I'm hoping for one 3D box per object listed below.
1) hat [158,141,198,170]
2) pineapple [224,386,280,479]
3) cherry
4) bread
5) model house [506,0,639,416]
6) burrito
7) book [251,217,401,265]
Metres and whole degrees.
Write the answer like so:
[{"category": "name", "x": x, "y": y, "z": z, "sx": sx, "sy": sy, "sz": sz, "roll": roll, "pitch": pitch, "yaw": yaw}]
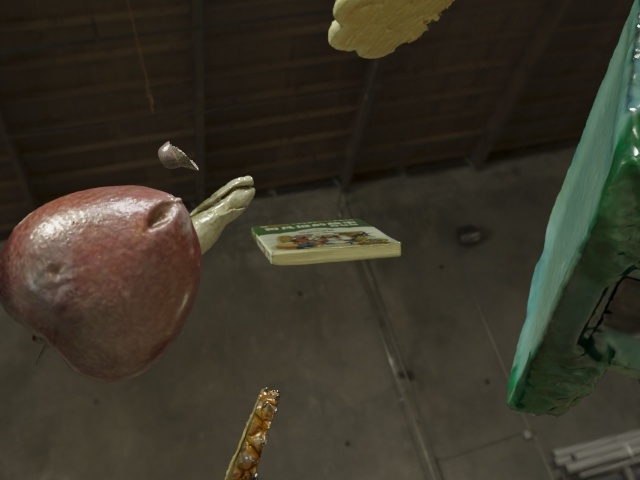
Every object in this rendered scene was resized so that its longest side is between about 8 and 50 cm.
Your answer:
[{"category": "hat", "x": -0.273, "y": -0.149, "z": 1.521, "sx": 0.042, "sy": 0.087, "sz": 0.058, "roll": -51, "pitch": -14, "yaw": -4}, {"category": "pineapple", "x": -0.110, "y": 0.325, "z": 1.252, "sx": 0.047, "sy": 0.221, "sz": 0.221, "roll": 18, "pitch": -33, "yaw": -3}, {"category": "cherry", "x": -0.292, "y": 0.049, "z": 1.095, "sx": 0.307, "sy": 0.261, "sz": 0.221, "roll": -46, "pitch": 6, "yaw": 7}, {"category": "bread", "x": 0.113, "y": -0.333, "z": 1.100, "sx": 0.182, "sy": 0.038, "sz": 0.251, "roll": 5, "pitch": -25, "yaw": -46}, {"category": "model house", "x": 0.292, "y": 0.013, "z": 0.550, "sx": 0.249, "sy": 0.230, "sz": 0.280, "roll": 18, "pitch": -42, "yaw": 11}, {"category": "burrito", "x": -0.254, "y": 0.008, "z": 1.504, "sx": 0.392, "sy": 0.076, "sz": 0.117, "roll": -49, "pitch": 13, "yaw": -34}, {"category": "book", "x": 0.000, "y": 0.000, "z": 1.323, "sx": 0.202, "sy": 0.027, "sz": 0.264, "roll": -5, "pitch": 10, "yaw": -10}]
